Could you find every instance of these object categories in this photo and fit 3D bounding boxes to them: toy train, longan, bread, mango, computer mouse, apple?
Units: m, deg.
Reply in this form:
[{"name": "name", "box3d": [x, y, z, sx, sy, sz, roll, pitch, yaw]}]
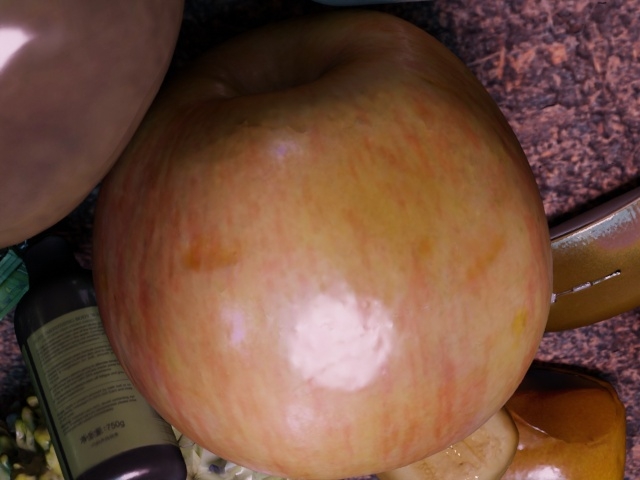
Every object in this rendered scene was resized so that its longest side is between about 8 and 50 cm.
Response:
[{"name": "toy train", "box3d": [-0.301, 0.033, 1.468, 0.056, 0.038, 0.093, 30, 118, -35]}, {"name": "longan", "box3d": [-0.267, -0.167, 1.129, 0.360, 0.361, 0.361, -5, 128, -6]}, {"name": "bread", "box3d": [0.092, 0.167, 1.550, 0.147, 0.098, 0.217, -37, 84, -2]}, {"name": "mango", "box3d": [0.202, 0.231, 1.646, 0.236, 0.136, 0.166, 12, 132, -9]}, {"name": "computer mouse", "box3d": [0.285, 0.015, 1.541, 0.245, 0.056, 0.126, -25, 127, 12]}, {"name": "apple", "box3d": [0.000, 0.000, 1.270, 0.391, 0.391, 0.347, -9, 117, -2]}]

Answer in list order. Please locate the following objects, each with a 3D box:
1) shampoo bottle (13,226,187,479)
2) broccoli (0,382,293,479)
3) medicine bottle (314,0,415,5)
[{"name": "shampoo bottle", "box3d": [-0.207, 0.103, 1.367, 0.101, 0.284, 0.101, -19, 153, -11]}, {"name": "broccoli", "box3d": [-0.160, 0.230, 1.538, 0.334, 0.272, 0.324, 40, 73, -25]}, {"name": "medicine bottle", "box3d": [0.154, -0.291, 1.187, 0.375, 0.123, 0.282, -5, 157, -8]}]
